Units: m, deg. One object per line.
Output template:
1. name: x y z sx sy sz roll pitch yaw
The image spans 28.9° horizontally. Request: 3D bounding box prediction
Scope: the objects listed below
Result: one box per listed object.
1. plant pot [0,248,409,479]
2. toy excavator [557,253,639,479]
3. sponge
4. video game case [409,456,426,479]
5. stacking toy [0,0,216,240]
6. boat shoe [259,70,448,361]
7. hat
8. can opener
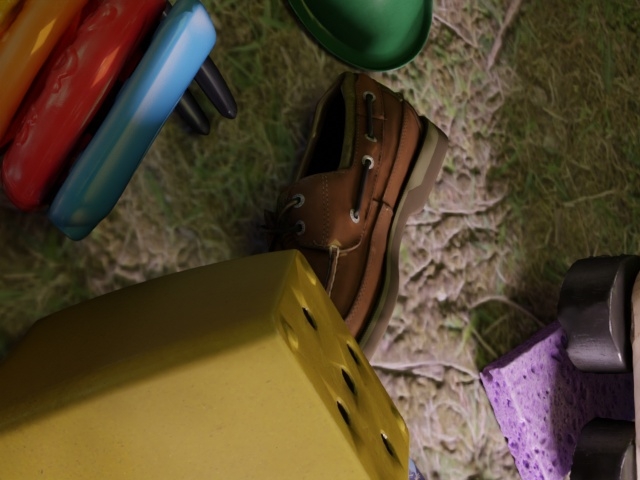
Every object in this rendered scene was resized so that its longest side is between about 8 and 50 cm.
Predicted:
1. plant pot: -0.062 0.123 0.729 0.212 0.187 0.212 59 11 -11
2. toy excavator: 0.433 0.216 1.150 0.445 0.222 0.432 5 82 -49
3. sponge: 0.236 0.130 1.136 0.210 0.031 0.117 -26 96 -42
4. video game case: 0.048 0.285 0.945 0.201 0.023 0.183 -46 108 -37
5. stacking toy: -0.230 -0.143 0.760 0.302 0.175 0.165 32 90 -11
6. boat shoe: 0.000 0.000 0.937 0.104 0.111 0.307 39 47 -21
7. hat: 0.075 -0.256 1.007 0.208 0.184 0.173 39 57 -26
8. can opener: -0.125 -0.157 0.904 0.186 0.059 0.073 61 22 -22
